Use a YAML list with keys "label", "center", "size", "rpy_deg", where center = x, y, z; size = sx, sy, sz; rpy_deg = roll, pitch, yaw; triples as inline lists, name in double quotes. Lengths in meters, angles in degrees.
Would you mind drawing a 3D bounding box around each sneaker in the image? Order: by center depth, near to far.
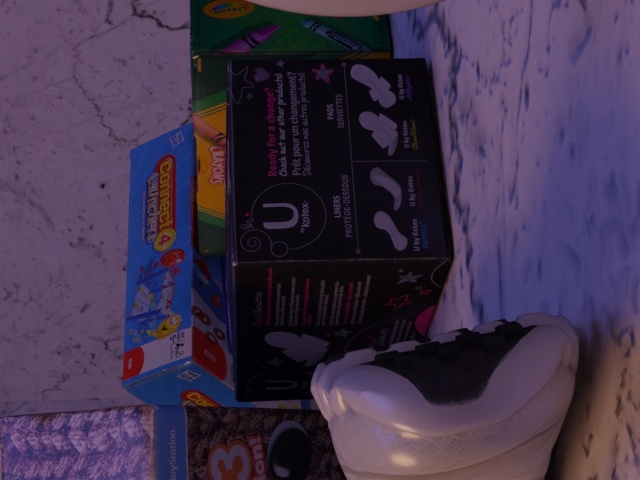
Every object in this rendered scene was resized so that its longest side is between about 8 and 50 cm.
- label: "sneaker"
  center: [0.060, 0.105, 0.524]
  size: [0.292, 0.110, 0.118]
  rpy_deg: [76, -177, -74]

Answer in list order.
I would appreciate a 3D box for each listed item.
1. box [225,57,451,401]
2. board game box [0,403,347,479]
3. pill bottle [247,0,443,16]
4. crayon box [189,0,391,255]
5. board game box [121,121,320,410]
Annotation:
- label: "box"
  center: [0.000, 0.000, 0.886]
  size: [0.247, 0.142, 0.163]
  rpy_deg: [99, 168, -62]
- label: "board game box"
  center: [-0.065, 0.234, 0.839]
  size: [0.291, 0.141, 0.232]
  rpy_deg: [11, -107, -54]
- label: "pill bottle"
  center: [0.015, -0.247, 0.376]
  size: [0.334, 0.188, 0.188]
  rpy_deg: [97, 171, -56]
- label: "crayon box"
  center: [-0.032, -0.099, 1.108]
  size: [0.278, 0.165, 0.081]
  rpy_deg: [94, 173, -52]
- label: "board game box"
  center: [-0.083, 0.079, 1.319]
  size: [0.308, 0.086, 0.302]
  rpy_deg: [43, -147, -45]
